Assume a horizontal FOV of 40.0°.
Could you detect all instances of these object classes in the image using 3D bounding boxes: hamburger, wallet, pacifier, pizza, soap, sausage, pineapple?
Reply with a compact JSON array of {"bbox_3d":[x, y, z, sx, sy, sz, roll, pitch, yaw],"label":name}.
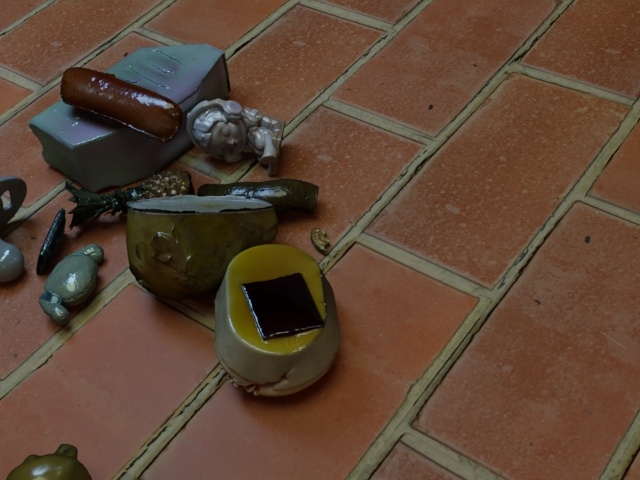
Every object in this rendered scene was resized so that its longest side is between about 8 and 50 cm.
[{"bbox_3d":[-0.080,0.143,1.603,0.227,0.151,0.295,-3,42,-2],"label":"hamburger"},{"bbox_3d":[-0.563,0.003,1.849,0.026,0.088,0.129,19,51,-7],"label":"wallet"},{"bbox_3d":[-0.702,-0.012,1.824,0.226,0.238,0.287,44,60,6],"label":"pacifier"},{"bbox_3d":[0.000,0.000,1.813,0.037,0.016,0.083,-18,43,-7],"label":"pizza"},{"bbox_3d":[-0.422,-0.304,2.071,0.261,0.156,0.446,30,56,31],"label":"soap"},{"bbox_3d":[-0.426,-0.299,1.896,0.330,0.102,0.102,23,54,24],"label":"sausage"},{"bbox_3d":[-0.412,-0.090,1.893,0.277,0.119,0.130,-6,33,-2],"label":"pineapple"}]

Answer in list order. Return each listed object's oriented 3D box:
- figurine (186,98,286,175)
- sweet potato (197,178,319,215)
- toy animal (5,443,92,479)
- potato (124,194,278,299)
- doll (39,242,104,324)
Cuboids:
[{"bbox_3d":[-0.196,-0.236,1.973,0.236,0.162,0.141,18,45,0],"label":"figurine"},{"bbox_3d":[-0.139,-0.086,1.882,0.285,0.085,0.112,-2,12,22],"label":"sweet potato"},{"bbox_3d":[-0.444,0.443,1.361,0.195,0.169,0.281,32,38,-20],"label":"toy animal"},{"bbox_3d":[-0.238,0.014,1.731,0.299,0.196,0.246,-6,14,-31],"label":"potato"},{"bbox_3d":[-0.502,0.081,1.772,0.103,0.072,0.214,3,44,9],"label":"doll"}]
